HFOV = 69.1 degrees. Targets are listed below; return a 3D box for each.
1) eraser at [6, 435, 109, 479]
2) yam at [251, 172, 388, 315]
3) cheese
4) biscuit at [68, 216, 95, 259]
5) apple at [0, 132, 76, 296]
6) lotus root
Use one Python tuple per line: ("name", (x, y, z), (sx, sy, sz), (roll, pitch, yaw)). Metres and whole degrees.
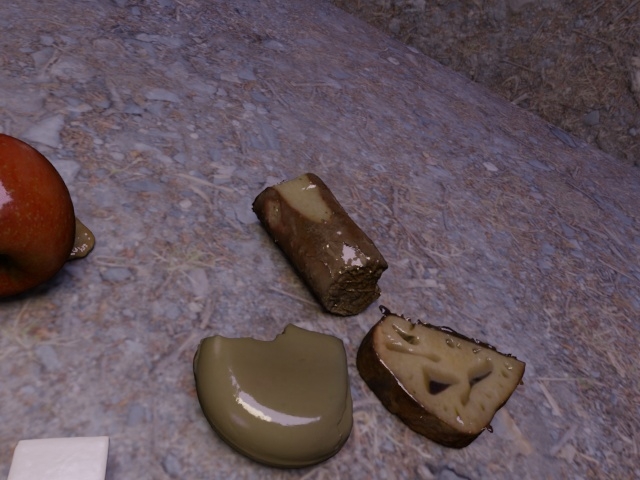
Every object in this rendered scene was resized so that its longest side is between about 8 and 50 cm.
("eraser", (-0.211, 0.307, 0.337), (0.078, 0.076, 0.298), (7, 44, -22))
("yam", (0.000, 0.001, 0.751), (0.238, 0.129, 0.128), (54, 12, 29))
("cheese", (-0.054, 0.174, 0.556), (0.202, 0.091, 0.175), (17, 39, -11))
("biscuit", (-0.380, -0.022, 0.650), (0.147, 0.018, 0.071), (36, 40, 14))
("apple", (-0.384, -0.028, 0.532), (0.180, 0.181, 0.169), (-6, 56, -33))
("lotus root", (0.176, 0.201, 0.664), (0.260, 0.075, 0.170), (24, 40, -5))
